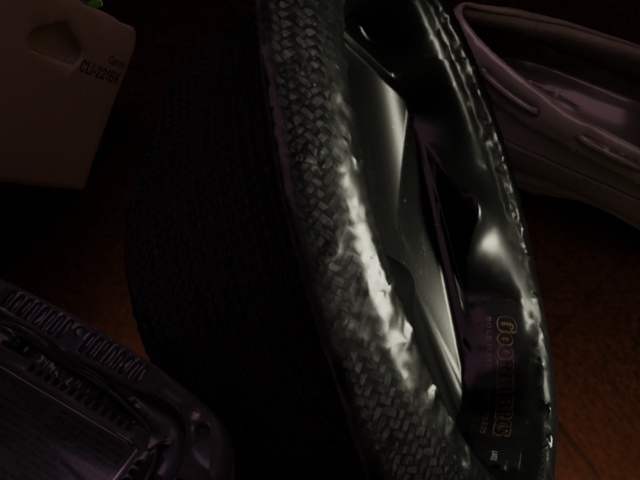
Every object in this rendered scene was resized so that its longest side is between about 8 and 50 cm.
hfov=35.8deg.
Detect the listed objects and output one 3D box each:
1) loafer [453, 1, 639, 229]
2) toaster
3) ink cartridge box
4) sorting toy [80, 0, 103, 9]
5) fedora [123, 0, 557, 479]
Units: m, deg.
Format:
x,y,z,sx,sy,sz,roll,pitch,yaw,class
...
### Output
x,y,z,sx,sy,sz,roll,pitch,yaw,class
0.217,-0.065,0.607,0.320,0.111,0.112,16,55,10,loafer
-0.124,0.118,0.440,0.227,0.146,0.129,25,58,16,toaster
-0.275,-0.126,0.572,0.273,0.197,0.114,19,94,12,ink cartridge box
-0.182,-0.149,0.713,0.083,0.012,0.062,-34,74,-33,sorting toy
0.000,0.000,0.490,0.153,0.334,0.334,-17,50,23,fedora
